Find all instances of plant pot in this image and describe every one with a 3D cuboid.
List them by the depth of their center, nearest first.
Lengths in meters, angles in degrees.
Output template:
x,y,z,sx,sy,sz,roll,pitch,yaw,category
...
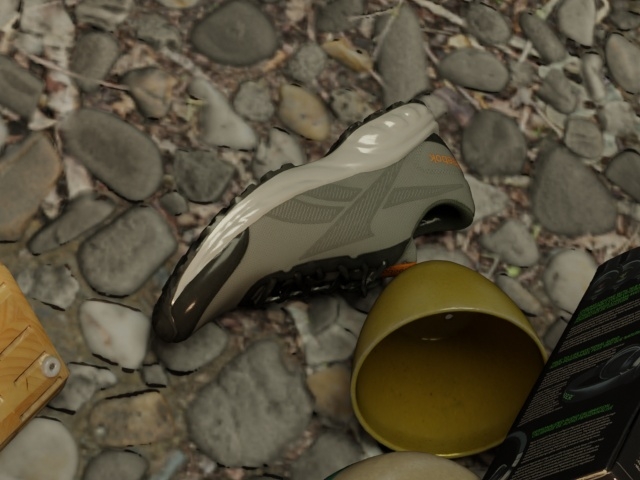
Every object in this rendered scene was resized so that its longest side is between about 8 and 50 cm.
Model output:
x,y,z,sx,sy,sz,roll,pitch,yaw,category
0.082,0.068,1.234,0.134,0.134,0.095,8,36,-12,plant pot

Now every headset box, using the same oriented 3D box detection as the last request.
x,y,z,sx,sy,sz,roll,pitch,yaw,category
0.256,0.153,1.155,0.246,0.131,0.283,48,46,-13,headset box

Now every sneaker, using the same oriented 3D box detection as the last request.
x,y,z,sx,sy,sz,roll,pitch,yaw,category
0.000,0.000,1.253,0.271,0.100,0.108,-31,80,-28,sneaker

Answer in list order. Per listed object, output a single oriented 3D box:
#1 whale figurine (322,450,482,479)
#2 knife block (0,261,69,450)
x,y,z,sx,sy,sz,roll,pitch,yaw,category
0.071,0.263,1.130,0.272,0.141,0.216,50,44,-14,whale figurine
-0.315,0.005,1.176,0.088,0.242,0.276,-46,127,-30,knife block
